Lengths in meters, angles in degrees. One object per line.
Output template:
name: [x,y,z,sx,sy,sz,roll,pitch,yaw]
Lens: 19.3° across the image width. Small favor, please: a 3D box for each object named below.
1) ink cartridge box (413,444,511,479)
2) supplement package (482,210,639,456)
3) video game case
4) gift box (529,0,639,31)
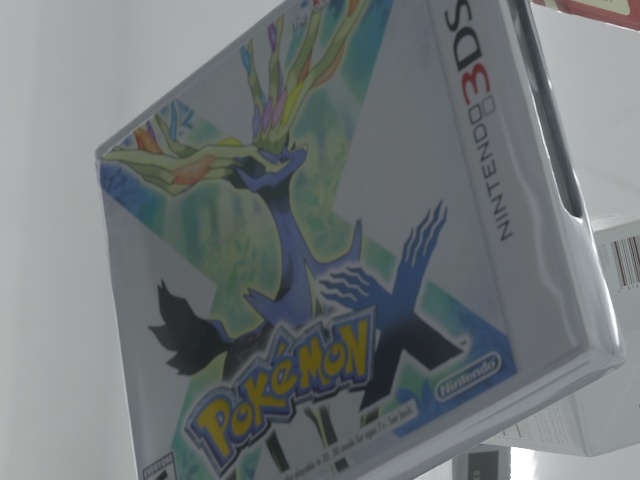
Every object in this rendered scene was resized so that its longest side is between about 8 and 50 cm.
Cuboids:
ink cartridge box: [0.095,0.110,1.540,0.232,0.066,0.189,-127,-146,-71]
supplement package: [0.164,0.059,1.259,0.244,0.139,0.134,172,-95,-69]
video game case: [0.000,0.000,1.038,0.329,0.036,0.300,-34,-126,36]
gift box: [0.192,-0.283,1.138,0.258,0.276,0.255,-38,-141,-19]
